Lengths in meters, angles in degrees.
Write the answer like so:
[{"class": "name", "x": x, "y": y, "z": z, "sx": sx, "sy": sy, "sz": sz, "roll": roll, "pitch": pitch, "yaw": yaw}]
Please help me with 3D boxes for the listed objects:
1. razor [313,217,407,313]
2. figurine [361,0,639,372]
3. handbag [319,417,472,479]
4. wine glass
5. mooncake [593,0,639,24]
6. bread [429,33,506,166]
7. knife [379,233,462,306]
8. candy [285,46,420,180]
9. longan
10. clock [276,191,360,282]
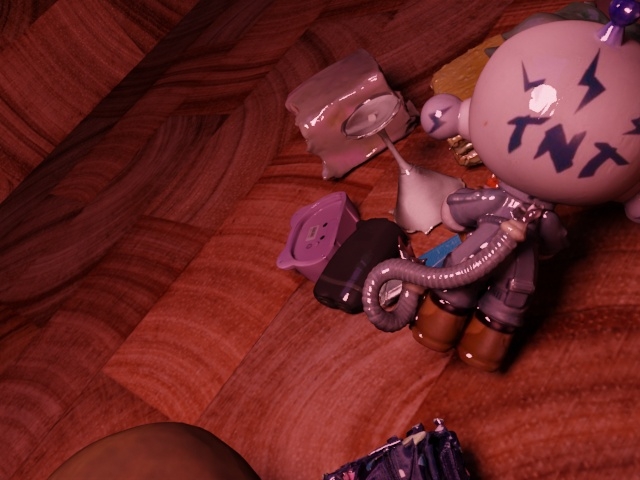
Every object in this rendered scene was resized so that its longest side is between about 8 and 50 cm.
[{"class": "razor", "x": 0.057, "y": 0.032, "z": 1.012, "sx": 0.090, "sy": 0.054, "sz": 0.148, "roll": 13, "pitch": 60, "yaw": 47}, {"class": "figurine", "x": 0.220, "y": -0.057, "z": 0.737, "sx": 0.186, "sy": 0.261, "sz": 0.381, "roll": -89, "pitch": 19, "yaw": -67}, {"class": "handbag", "x": 0.082, "y": 0.275, "z": 0.638, "sx": 0.162, "sy": 0.113, "sz": 0.260, "roll": -28, "pitch": 26, "yaw": 7}, {"class": "wine glass", "x": 0.114, "y": -0.110, "z": 1.008, "sx": 0.122, "sy": 0.183, "sz": 0.122, "roll": -25, "pitch": 36, "yaw": 20}, {"class": "mooncake", "x": 0.404, "y": -0.200, "z": 0.855, "sx": 0.306, "sy": 0.154, "sz": 0.306, "roll": -28, "pitch": 36, "yaw": 22}, {"class": "bread", "x": 0.243, "y": -0.197, "z": 1.059, "sx": 0.138, "sy": 0.102, "sz": 0.196, "roll": -29, "pitch": 37, "yaw": 22}, {"class": "knife", "x": 0.195, "y": 0.002, "z": 0.939, "sx": 0.297, "sy": 0.026, "sz": 0.044, "roll": -31, "pitch": 36, "yaw": 8}, {"class": "candy", "x": 0.052, "y": -0.226, "z": 1.258, "sx": 0.195, "sy": 0.137, "sz": 0.184, "roll": -32, "pitch": 33, "yaw": 9}, {"class": "longan", "x": -0.169, "y": 0.327, "z": 0.681, "sx": 0.297, "sy": 0.297, "sz": 0.297, "roll": -27, "pitch": 34, "yaw": 20}, {"class": "clock", "x": 0.000, "y": 0.000, "z": 1.113, "sx": 0.110, "sy": 0.050, "sz": 0.152, "roll": -17, "pitch": 38, "yaw": 32}]
